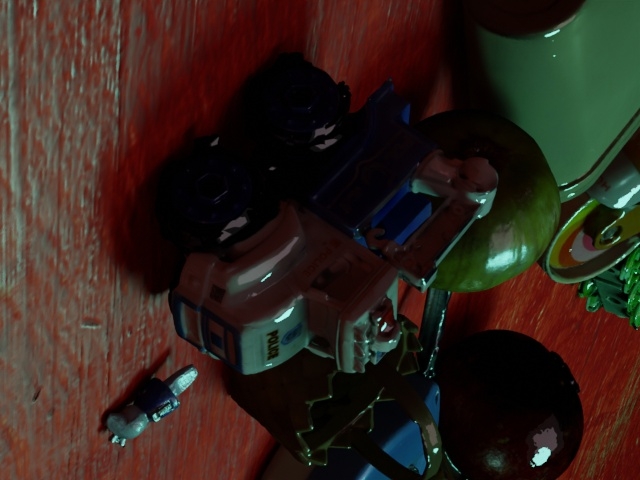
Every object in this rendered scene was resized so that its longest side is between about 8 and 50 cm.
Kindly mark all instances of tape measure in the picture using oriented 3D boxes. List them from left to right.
[{"bbox_3d":[0.045,0.167,1.800,0.215,0.098,0.351,-33,147,-48],"label":"tape measure"}]

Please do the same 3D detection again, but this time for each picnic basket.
[{"bbox_3d":[0.030,0.120,1.564,0.138,0.178,0.128,-39,148,-25],"label":"picnic basket"}]

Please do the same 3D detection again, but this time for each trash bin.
[{"bbox_3d":[0.209,-0.181,1.626,0.243,0.121,0.247,-50,155,-17],"label":"trash bin"}]

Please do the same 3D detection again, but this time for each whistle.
[{"bbox_3d":[-0.123,0.117,1.448,0.083,0.029,0.033,-39,138,-23],"label":"whistle"}]

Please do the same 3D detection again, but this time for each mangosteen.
[{"bbox_3d":[0.169,0.183,2.012,0.200,0.200,0.200,-46,157,-26],"label":"mangosteen"}]

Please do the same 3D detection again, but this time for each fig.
[{"bbox_3d":[0.098,0.003,1.610,0.151,0.151,0.259,-42,168,-32],"label":"fig"}]

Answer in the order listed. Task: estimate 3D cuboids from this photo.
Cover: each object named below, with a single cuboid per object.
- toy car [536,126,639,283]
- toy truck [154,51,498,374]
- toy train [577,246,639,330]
[{"bbox_3d":[0.307,-0.046,2.025,0.235,0.145,0.235,-26,146,-19],"label":"toy car"},{"bbox_3d":[0.000,0.000,1.339,0.213,0.177,0.161,-47,158,-24],"label":"toy truck"},{"bbox_3d":[0.343,0.013,2.252,0.119,0.085,0.251,-65,162,-12],"label":"toy train"}]
